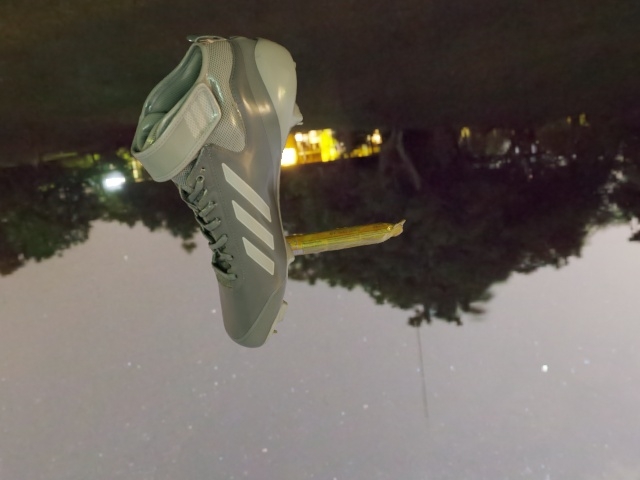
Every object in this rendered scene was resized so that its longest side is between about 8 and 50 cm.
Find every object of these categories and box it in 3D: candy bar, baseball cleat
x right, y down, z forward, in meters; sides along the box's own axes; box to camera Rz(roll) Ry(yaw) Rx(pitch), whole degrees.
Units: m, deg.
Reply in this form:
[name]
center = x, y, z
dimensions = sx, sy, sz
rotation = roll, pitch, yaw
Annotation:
[candy bar]
center = 0.000, 0.000, 0.644
dimensions = 0.162, 0.018, 0.040
rotation = -8, 166, -3
[baseball cleat]
center = -0.069, -0.026, 0.440
dimensions = 0.110, 0.205, 0.072
rotation = -4, -166, -35
